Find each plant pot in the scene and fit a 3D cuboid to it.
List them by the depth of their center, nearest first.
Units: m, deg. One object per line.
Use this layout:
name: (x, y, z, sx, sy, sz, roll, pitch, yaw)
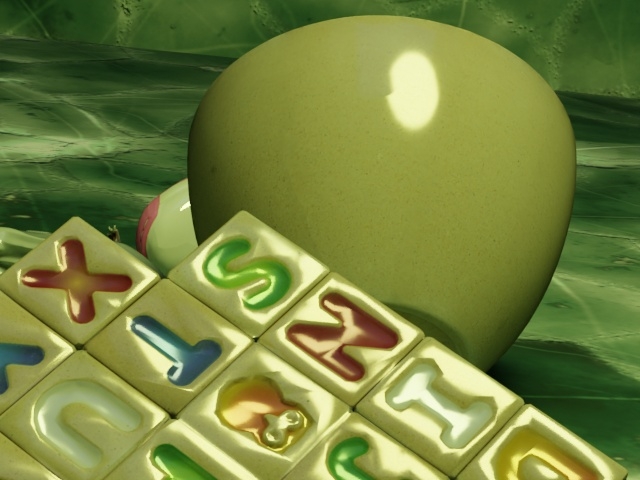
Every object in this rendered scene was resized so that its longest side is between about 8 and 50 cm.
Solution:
plant pot: (0.041, 0.012, 1.346, 0.284, 0.284, 0.191, 5, 48, -2)

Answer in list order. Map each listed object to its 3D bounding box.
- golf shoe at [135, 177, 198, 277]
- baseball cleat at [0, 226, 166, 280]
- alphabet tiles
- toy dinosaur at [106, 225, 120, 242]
golf shoe: (0.000, 0.000, 1.632, 0.306, 0.115, 0.140, -2, 18, -25)
baseball cleat: (-0.188, 0.023, 1.538, 0.206, 0.072, 0.109, 16, 10, 26)
alphabet tiles: (-0.039, 0.125, 0.822, 0.342, 0.011, 0.285, 34, 54, 21)
toy dinosaur: (-0.201, 0.017, 1.627, 0.090, 0.047, 0.082, 27, 40, 33)
